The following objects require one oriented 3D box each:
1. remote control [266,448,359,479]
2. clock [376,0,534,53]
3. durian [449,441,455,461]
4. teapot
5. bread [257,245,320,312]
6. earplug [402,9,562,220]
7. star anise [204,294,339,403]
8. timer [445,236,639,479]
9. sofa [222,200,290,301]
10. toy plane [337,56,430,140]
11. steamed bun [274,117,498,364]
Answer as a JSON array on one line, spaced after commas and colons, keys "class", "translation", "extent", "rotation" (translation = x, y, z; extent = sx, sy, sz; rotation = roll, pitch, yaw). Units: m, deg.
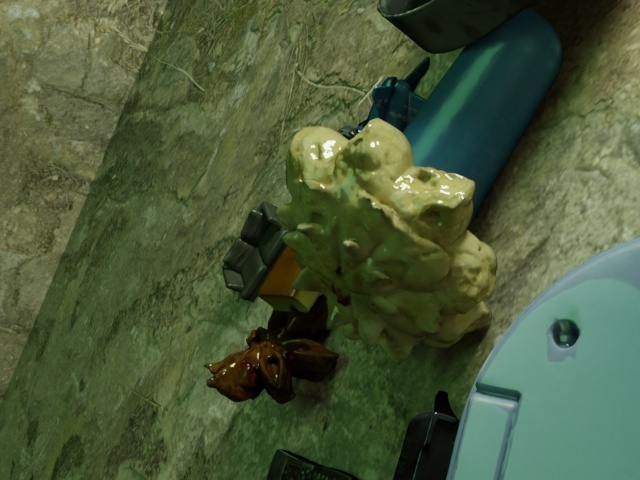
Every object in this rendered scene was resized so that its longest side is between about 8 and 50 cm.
[{"class": "remote control", "translation": [-0.012, 0.309, 1.330], "extent": [0.212, 0.028, 0.059], "rotation": [1, 67, 62]}, {"class": "clock", "translation": [0.228, -0.381, 1.226], "extent": [0.386, 0.076, 0.386], "rotation": [-43, 20, 20]}, {"class": "durian", "translation": [0.201, 0.181, 0.917], "extent": [0.168, 0.137, 0.158], "rotation": [-51, 47, 3]}, {"class": "teapot", "translation": [0.113, 0.243, 1.080], "extent": [0.096, 0.087, 0.177], "rotation": [-10, 61, 65]}, {"class": "bread", "translation": [0.000, 0.000, 1.457], "extent": [0.088, 0.049, 0.226], "rotation": [-4, 48, 52]}, {"class": "earplug", "translation": [0.179, -0.142, 1.213], "extent": [0.273, 0.132, 0.132], "rotation": [-57, 28, 13]}, {"class": "star anise", "translation": [-0.058, 0.161, 1.438], "extent": [0.196, 0.111, 0.212], "rotation": [-34, 7, 20]}, {"class": "timer", "translation": [0.275, 0.156, 0.654], "extent": [0.395, 0.173, 0.395], "rotation": [-14, 63, 29]}, {"class": "sofa", "translation": [-0.108, 0.016, 1.700], "extent": [0.147, 0.060, 0.085], "rotation": [-56, 29, 22]}, {"class": "toy plane", "translation": [0.075, -0.101, 1.343], "extent": [0.254, 0.105, 0.271], "rotation": [-35, -27, -43]}, {"class": "steamed bun", "translation": [0.051, 0.009, 1.137], "extent": [0.137, 0.292, 0.295], "rotation": [-38, 9, -28]}]
